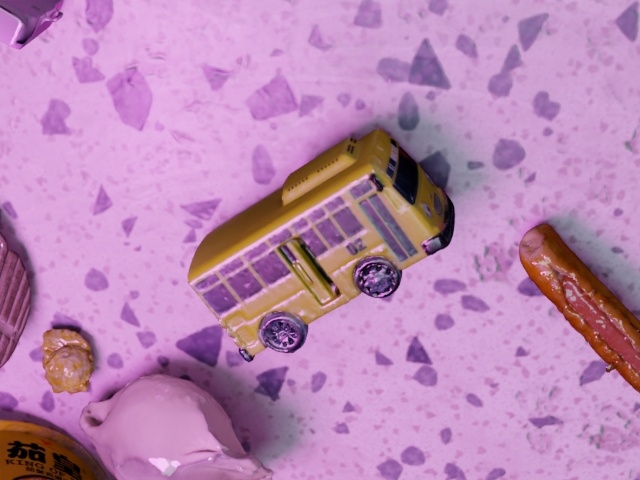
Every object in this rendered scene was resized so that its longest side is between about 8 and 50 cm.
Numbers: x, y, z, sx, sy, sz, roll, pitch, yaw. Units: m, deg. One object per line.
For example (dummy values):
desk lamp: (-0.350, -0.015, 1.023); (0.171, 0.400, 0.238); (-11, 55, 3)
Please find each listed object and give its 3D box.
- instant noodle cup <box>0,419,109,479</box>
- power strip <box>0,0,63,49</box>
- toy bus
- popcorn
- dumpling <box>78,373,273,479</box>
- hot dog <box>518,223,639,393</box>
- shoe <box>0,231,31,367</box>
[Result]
instant noodle cup: (-0.367, 0.398, 1.350); (0.325, 0.254, 0.326); (-4, 104, -19)
power strip: (-0.389, -0.281, 1.182); (0.279, 0.109, 0.037); (30, 116, -6)
toy bus: (0.000, 0.000, 1.253); (0.262, 0.128, 0.150); (-31, 107, 20)
popcorn: (-0.298, 0.141, 1.396); (0.059, 0.068, 0.083); (-17, 85, -19)
dumpling: (-0.166, 0.245, 1.385); (0.258, 0.147, 0.193); (9, 154, 28)
hot dog: (0.317, 0.094, 1.286); (0.061, 0.088, 0.286); (-41, 99, 21)
shoe: (-0.496, 0.024, 1.317); (0.198, 0.172, 0.351); (-9, 139, 47)
